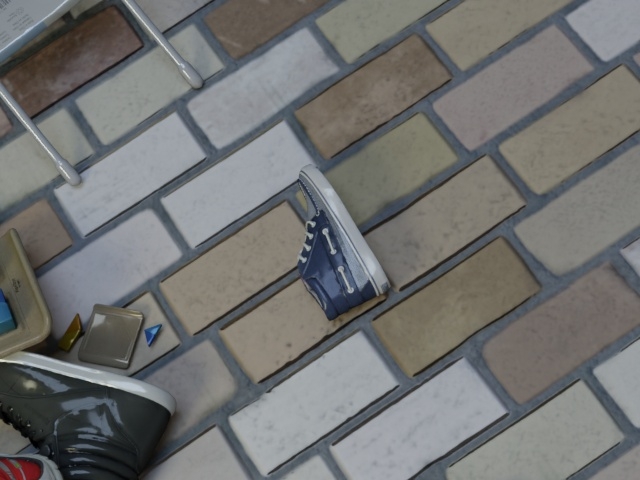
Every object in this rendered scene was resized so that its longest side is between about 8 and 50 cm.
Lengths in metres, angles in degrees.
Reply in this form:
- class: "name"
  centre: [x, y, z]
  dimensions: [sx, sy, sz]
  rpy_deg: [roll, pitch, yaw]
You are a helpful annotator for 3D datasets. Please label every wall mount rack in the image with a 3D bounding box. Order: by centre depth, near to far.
- class: "wall mount rack"
  centre: [-0.336, -0.254, 2.065]
  dimensions: [0.350, 0.130, 0.304]
  rpy_deg: [-40, 59, -8]

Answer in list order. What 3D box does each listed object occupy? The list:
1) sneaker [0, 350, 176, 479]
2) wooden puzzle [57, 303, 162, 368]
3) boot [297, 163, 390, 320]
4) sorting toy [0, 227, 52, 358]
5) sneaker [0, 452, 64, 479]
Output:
- class: "sneaker"
  centre: [-0.325, 0.217, 1.838]
  dimensions: [0.296, 0.104, 0.147]
  rpy_deg: [10, 62, 13]
- class: "wooden puzzle"
  centre: [-0.253, 0.115, 1.924]
  dimensions: [0.116, 0.014, 0.078]
  rpy_deg: [16, 74, 20]
- class: "boot"
  centre: [0.000, 0.000, 1.887]
  dimensions: [0.086, 0.069, 0.190]
  rpy_deg: [-29, 63, -5]
- class: "sorting toy"
  centre: [-0.458, 0.060, 1.912]
  dimensions: [0.229, 0.041, 0.307]
  rpy_deg: [-26, 40, -7]
- class: "sneaker"
  centre: [-0.412, 0.282, 1.781]
  dimensions: [0.279, 0.118, 0.107]
  rpy_deg: [-13, 83, 35]
